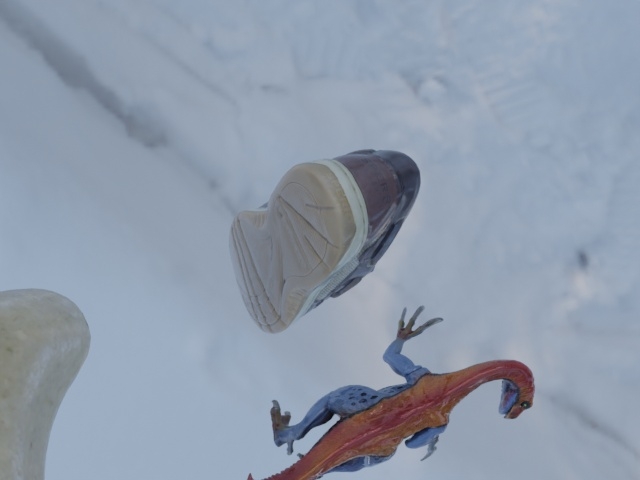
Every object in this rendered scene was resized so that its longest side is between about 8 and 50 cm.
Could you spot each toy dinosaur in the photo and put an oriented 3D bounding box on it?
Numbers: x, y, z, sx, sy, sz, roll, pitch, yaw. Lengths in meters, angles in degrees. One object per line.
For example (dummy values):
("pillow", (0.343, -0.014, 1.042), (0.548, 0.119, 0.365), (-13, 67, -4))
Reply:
("toy dinosaur", (0.029, 0.062, 0.482), (0.082, 0.090, 0.047), (-18, 110, 20))

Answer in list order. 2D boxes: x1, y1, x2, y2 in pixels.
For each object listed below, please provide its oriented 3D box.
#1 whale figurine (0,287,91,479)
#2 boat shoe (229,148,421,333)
("whale figurine", (-0.215, 0.045, 0.458), (0.272, 0.216, 0.141), (13, 150, -16))
("boat shoe", (0.000, 0.000, 1.127), (0.092, 0.103, 0.285), (-17, 169, -20))
